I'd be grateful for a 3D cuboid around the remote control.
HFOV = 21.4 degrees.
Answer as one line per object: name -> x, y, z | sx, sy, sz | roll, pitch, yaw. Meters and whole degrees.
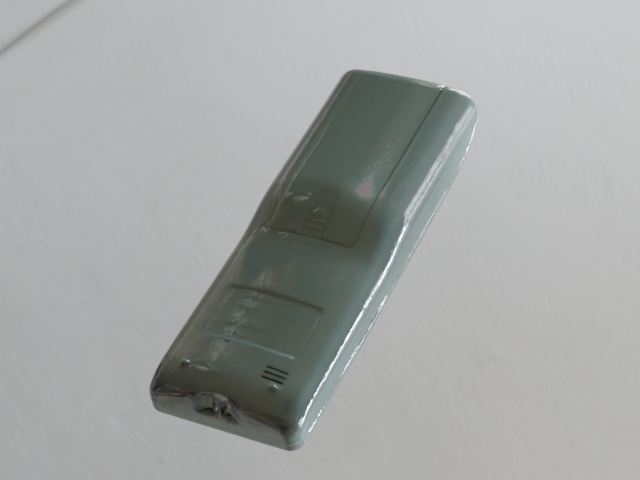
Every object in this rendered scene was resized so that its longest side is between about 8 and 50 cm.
remote control -> 0.000, 0.000, 0.602 | 0.061, 0.029, 0.162 | 12, -129, 24
